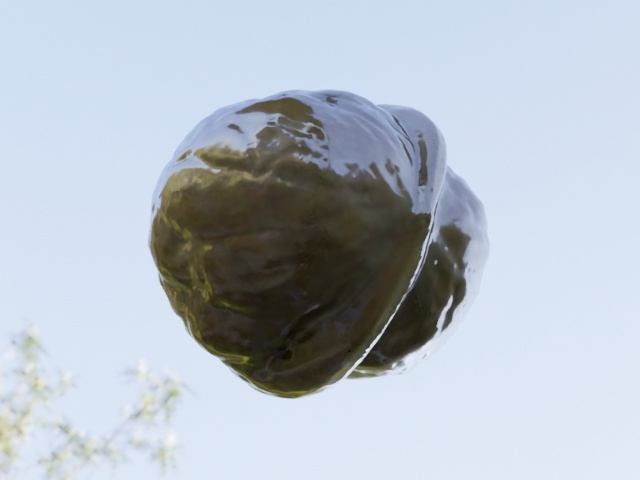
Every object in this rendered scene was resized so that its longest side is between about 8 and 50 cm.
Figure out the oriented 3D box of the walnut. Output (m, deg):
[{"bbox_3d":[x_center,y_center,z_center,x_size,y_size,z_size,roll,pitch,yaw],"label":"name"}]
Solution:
[{"bbox_3d":[0.000,0.000,1.350,0.296,0.285,0.285,34,-36,-31],"label":"walnut"}]
